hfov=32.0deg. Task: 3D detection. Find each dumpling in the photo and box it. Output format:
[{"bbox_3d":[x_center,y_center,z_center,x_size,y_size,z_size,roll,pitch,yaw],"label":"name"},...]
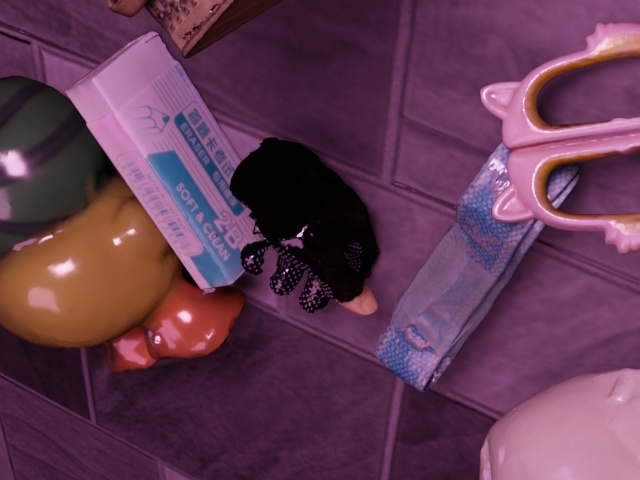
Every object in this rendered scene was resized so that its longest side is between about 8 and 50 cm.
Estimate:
[{"bbox_3d":[0.208,0.279,0.904,0.233,0.315,0.395,27,147,7],"label":"dumpling"}]

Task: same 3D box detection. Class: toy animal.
[{"bbox_3d":[-0.254,0.000,1.104,0.216,0.191,0.338,-20,112,47],"label":"toy animal"}]

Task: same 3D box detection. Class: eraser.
[{"bbox_3d":[-0.129,-0.069,1.019,0.052,0.095,0.225,-13,117,44],"label":"eraser"}]

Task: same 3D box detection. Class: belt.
[{"bbox_3d":[0.117,0.026,0.920,0.072,0.087,0.302,33,140,7],"label":"belt"}]

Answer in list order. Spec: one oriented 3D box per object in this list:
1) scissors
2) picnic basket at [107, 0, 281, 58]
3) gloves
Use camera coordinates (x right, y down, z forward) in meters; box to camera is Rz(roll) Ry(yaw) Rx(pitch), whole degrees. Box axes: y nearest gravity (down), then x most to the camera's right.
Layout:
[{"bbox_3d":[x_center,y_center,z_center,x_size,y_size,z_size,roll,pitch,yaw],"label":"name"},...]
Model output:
[{"bbox_3d":[0.258,-0.078,0.723,0.318,0.024,0.160,-7,84,27],"label":"scissors"},{"bbox_3d":[-0.020,-0.238,0.656,0.139,0.267,0.165,51,142,-4],"label":"picnic basket"},{"bbox_3d":[0.000,-0.003,0.998,0.129,0.106,0.180,15,162,29],"label":"gloves"}]
